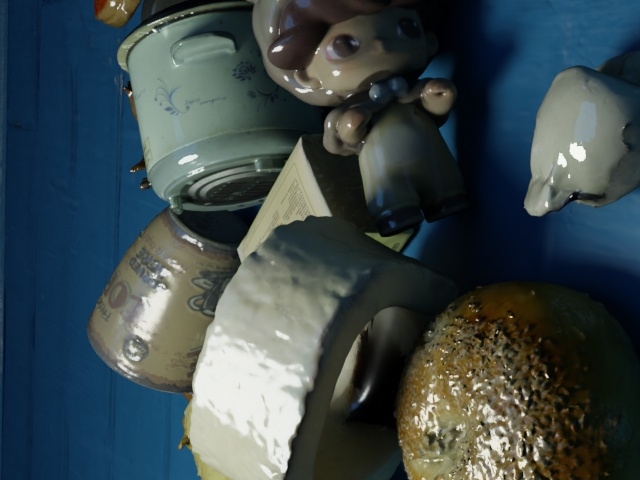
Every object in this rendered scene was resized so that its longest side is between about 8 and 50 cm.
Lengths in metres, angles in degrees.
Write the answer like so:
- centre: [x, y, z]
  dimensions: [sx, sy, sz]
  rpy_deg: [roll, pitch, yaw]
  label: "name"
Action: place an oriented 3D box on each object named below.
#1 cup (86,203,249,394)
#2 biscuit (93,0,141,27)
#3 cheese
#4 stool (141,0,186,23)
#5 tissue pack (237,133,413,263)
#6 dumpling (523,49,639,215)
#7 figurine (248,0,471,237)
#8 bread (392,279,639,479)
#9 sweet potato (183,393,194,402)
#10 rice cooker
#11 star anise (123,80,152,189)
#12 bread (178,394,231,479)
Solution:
- centre: [-0.208, 0.057, 1.754]
  dimensions: [0.257, 0.227, 0.301]
  rpy_deg: [-60, 10, 23]
  label: "cup"
- centre: [-0.254, -0.538, 1.747]
  dimensions: [0.368, 0.076, 0.394]
  rpy_deg: [-20, 49, 61]
  label: "biscuit"
- centre: [0.012, 0.133, 1.196]
  dimensions: [0.153, 0.292, 0.332]
  rpy_deg: [32, 123, 31]
  label: "cheese"
- centre: [-0.193, -0.366, 1.744]
  dimensions: [0.228, 0.153, 0.139]
  rpy_deg: [-54, 26, -4]
  label: "stool"
- centre: [0.000, 0.000, 1.408]
  dimensions: [0.234, 0.125, 0.159]
  rpy_deg: [-58, 44, 43]
  label: "tissue pack"
- centre: [0.244, -0.104, 1.011]
  dimensions: [0.150, 0.092, 0.176]
  rpy_deg: [-109, 26, -54]
  label: "dumpling"
- centre: [0.056, -0.194, 1.230]
  dimensions: [0.203, 0.248, 0.380]
  rpy_deg: [114, 137, -76]
  label: "figurine"
- centre: [0.177, 0.181, 1.056]
  dimensions: [0.305, 0.159, 0.305]
  rpy_deg: [4, 94, 62]
  label: "bread"
- centre: [-0.228, 0.212, 1.884]
  dimensions: [0.314, 0.072, 0.066]
  rpy_deg: [-126, 30, -42]
  label: "sweet potato"
- centre: [-0.130, -0.197, 1.506]
  dimensions: [0.316, 0.264, 0.316]
  rpy_deg: [-14, -90, -85]
  label: "rice cooker"
- centre: [-0.227, -0.153, 1.778]
  dimensions: [0.148, 0.237, 0.346]
  rpy_deg: [-59, 8, -31]
  label: "star anise"
- centre: [-0.050, 0.320, 1.428]
  dimensions: [0.236, 0.165, 0.375]
  rpy_deg: [-44, 48, 23]
  label: "bread"
